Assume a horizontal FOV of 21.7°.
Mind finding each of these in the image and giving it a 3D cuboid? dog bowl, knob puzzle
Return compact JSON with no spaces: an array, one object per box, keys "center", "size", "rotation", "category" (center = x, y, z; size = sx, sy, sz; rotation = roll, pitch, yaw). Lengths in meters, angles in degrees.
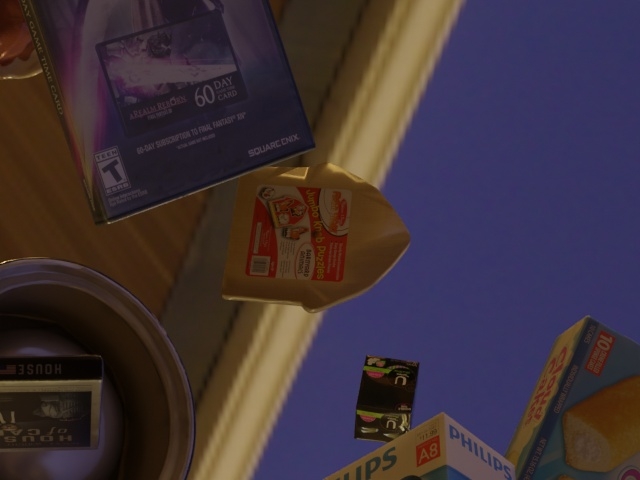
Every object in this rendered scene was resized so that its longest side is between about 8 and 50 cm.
[{"center":[-0.376,0.237,2.215],"size":[0.150,0.408,0.408],"rotation":[-31,-116,49],"category":"dog bowl"},{"center":[0.000,0.000,1.802],"size":[0.030,0.213,0.213],"rotation":[88,-21,-55],"category":"knob puzzle"}]

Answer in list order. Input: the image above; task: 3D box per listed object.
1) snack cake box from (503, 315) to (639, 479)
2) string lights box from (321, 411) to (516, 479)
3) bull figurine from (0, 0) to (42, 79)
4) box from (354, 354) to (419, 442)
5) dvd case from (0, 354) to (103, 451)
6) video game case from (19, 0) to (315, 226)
[{"center":[0.250,0.225,1.556],"size":[0.264,0.152,0.089],"rotation":[-63,-176,-22],"category":"snack cake box"},{"center":[0.053,0.246,0.990],"size":[0.133,0.077,0.259],"rotation":[-34,-144,29],"category":"string lights box"},{"center":[-0.341,-0.219,1.590],"size":[0.310,0.188,0.101],"rotation":[37,-33,9],"category":"bull figurine"},{"center":[0.072,0.173,1.809],"size":[0.083,0.062,0.052],"rotation":[-75,171,-51],"category":"box"},{"center":[-0.298,0.158,1.581],"size":[0.238,0.179,0.029],"rotation":[109,-21,-66],"category":"dvd case"},{"center":[-0.126,-0.170,1.243],"size":[0.026,0.196,0.274],"rotation":[-8,-78,56],"category":"video game case"}]
